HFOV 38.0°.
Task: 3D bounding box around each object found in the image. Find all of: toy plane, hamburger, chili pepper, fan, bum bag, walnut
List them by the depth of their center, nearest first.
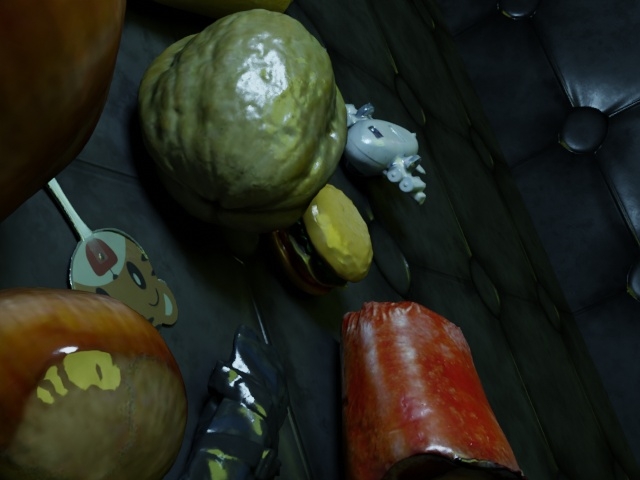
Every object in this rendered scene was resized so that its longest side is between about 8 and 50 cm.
[{"bbox_3d":[-0.228,0.017,0.953,0.226,0.008,0.152,58,25,-11],"label":"fan"},{"bbox_3d":[-0.083,0.212,0.963,0.137,0.074,0.310,61,22,-28],"label":"bum bag"},{"bbox_3d":[-0.095,-0.145,1.134,0.283,0.227,0.282,8,55,-11],"label":"walnut"},{"bbox_3d":[0.143,0.230,1.219,0.251,0.229,0.305,28,38,-26],"label":"chili pepper"},{"bbox_3d":[0.000,0.000,1.303,0.162,0.115,0.162,43,31,-33],"label":"hamburger"},{"bbox_3d":[0.110,-0.162,1.718,0.245,0.117,0.244,36,23,-18],"label":"toy plane"}]

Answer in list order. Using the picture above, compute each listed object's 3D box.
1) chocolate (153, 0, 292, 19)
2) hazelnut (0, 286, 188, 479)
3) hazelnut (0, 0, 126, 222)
[{"bbox_3d":[-0.187,-0.403,1.306,0.162,0.162,0.445,64,24,4],"label":"chocolate"},{"bbox_3d":[-0.201,0.116,0.702,0.214,0.176,0.214,44,1,-1],"label":"hazelnut"},{"bbox_3d":[-0.297,-0.177,0.664,0.366,0.366,0.365,46,28,-34],"label":"hazelnut"}]
